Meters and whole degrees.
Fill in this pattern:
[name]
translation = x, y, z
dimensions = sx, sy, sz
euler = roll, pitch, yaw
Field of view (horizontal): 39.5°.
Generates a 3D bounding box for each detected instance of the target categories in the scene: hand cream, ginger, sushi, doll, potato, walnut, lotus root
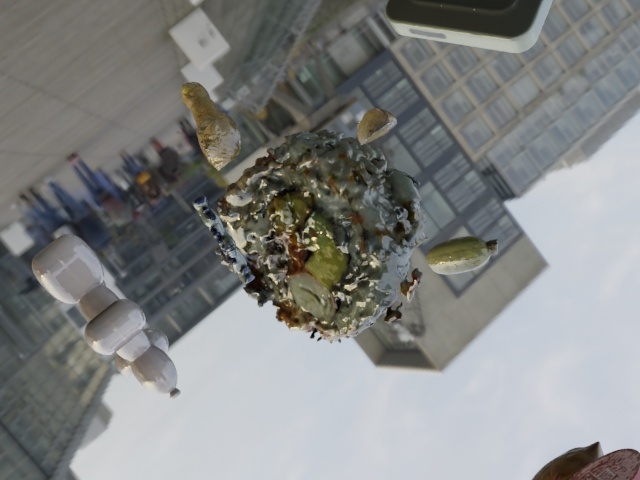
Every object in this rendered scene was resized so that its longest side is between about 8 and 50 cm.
[hand cream]
translation = 0.493, 0.452, 1.484
dimensions = 0.193, 0.125, 0.193
euler = -40, 178, -2
[ginger]
translation = -0.174, -0.192, 1.471
dimensions = 0.067, 0.165, 0.096
euler = -34, 152, 23
[sushi]
translation = 0.004, 0.000, 1.630
dimensions = 0.417, 0.417, 0.176
euler = -32, 178, 39
[doll]
translation = -0.195, 0.082, 0.854
dimensions = 0.059, 0.161, 0.160
euler = -41, 156, -11
[potato]
translation = 0.088, -0.178, 1.334
dimensions = 0.036, 0.037, 0.093
euler = -15, 171, -29
[walnut]
translation = 0.572, 0.592, 2.042
dimensions = 0.203, 0.203, 0.298
euler = -75, -175, -77
[lotus root]
translation = 0.343, 0.036, 2.146
dimensions = 0.183, 0.090, 0.077
euler = -13, -119, 30

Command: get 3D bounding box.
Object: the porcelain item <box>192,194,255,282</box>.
[porcelain item]
translation = -0.119, 0.005, 1.151
dimensions = 0.021, 0.136, 0.075
euler = -34, -159, -9

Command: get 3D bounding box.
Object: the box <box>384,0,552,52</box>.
[box]
translation = 0.368, -0.626, 2.047
dimensions = 0.090, 0.367, 0.373
euler = 42, 67, -59
